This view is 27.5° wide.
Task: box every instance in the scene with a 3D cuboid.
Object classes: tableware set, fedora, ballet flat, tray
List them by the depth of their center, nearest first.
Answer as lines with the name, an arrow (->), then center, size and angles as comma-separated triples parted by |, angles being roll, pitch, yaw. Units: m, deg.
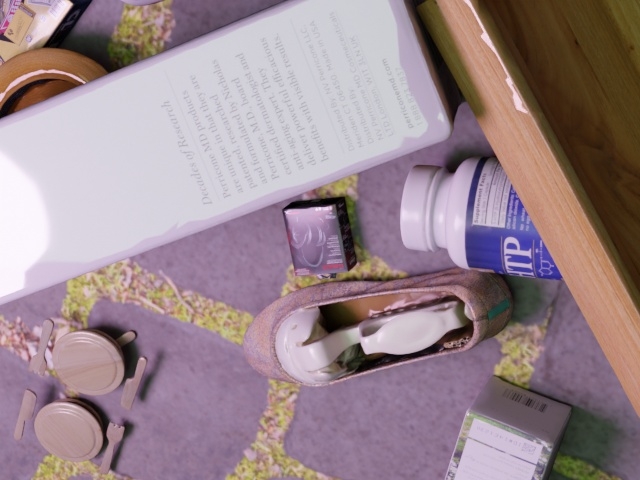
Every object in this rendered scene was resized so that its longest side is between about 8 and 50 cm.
tray -> 0.267, -0.071, 1.149 | 0.076, 0.202, 0.411 | -18, 103, 58
ballet flat -> 0.040, 0.093, 1.345 | 0.316, 0.106, 0.108 | -18, 100, 26
fedora -> -0.279, -0.118, 1.410 | 0.194, 0.079, 0.194 | 4, 106, 15
tableware set -> -0.280, 0.177, 1.538 | 0.128, 0.039, 0.194 | 22, 120, 0

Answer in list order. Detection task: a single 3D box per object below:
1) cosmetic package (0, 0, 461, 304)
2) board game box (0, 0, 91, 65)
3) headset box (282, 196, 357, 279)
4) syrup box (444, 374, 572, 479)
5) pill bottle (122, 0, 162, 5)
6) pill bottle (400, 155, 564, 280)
cosmetic package -> -0.108, -0.106, 1.218 | 0.453, 0.230, 0.162 | -19, 100, 13
board game box -> -0.380, -0.230, 1.435 | 0.165, 0.042, 0.243 | 45, 117, 2
headset box -> 0.000, 0.000, 1.371 | 0.062, 0.032, 0.083 | -4, 104, 22
syrup box -> 0.175, 0.273, 1.359 | 0.093, 0.096, 0.237 | 21, 114, 16
pill bottle -> -0.076, -0.329, 1.218 | 0.283, 0.160, 0.160 | -11, 103, 24
pill bottle -> 0.177, -0.023, 1.250 | 0.186, 0.112, 0.112 | 6, 110, 20
